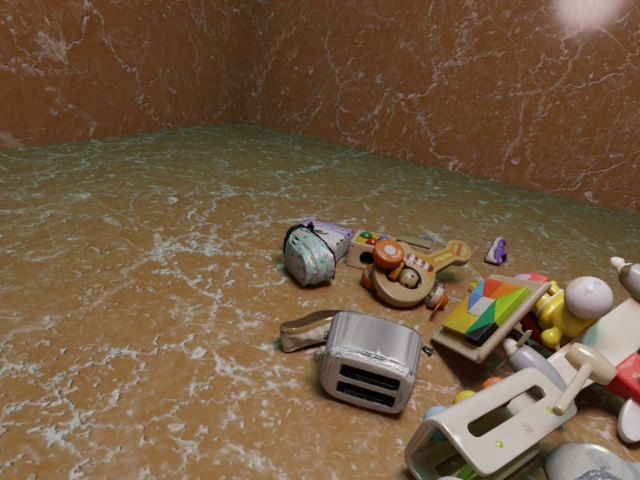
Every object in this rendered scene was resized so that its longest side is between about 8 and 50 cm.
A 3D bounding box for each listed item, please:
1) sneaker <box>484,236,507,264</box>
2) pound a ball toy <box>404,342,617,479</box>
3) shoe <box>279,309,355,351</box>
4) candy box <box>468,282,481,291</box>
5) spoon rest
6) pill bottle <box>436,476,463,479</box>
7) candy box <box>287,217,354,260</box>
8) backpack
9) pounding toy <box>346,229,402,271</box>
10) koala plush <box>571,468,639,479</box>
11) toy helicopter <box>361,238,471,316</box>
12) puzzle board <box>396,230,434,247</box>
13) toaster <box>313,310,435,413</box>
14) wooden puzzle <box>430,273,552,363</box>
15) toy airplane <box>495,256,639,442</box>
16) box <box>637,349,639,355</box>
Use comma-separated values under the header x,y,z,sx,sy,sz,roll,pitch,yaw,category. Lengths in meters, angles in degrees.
x,y,z,sx,sy,sz,roll,pitch,yaw,category
0.639,0.046,1.682,0.071,0.068,0.170,33,37,16,sneaker
0.303,0.271,0.760,0.319,0.208,0.135,-10,42,-36,pound a ball toy
-0.004,0.199,1.060,0.219,0.058,0.077,-7,7,-43,shoe
0.558,0.155,1.406,0.206,0.027,0.105,-3,28,-26,candy box
0.515,0.384,0.790,0.277,0.084,0.137,-10,25,-11,spoon rest
0.099,0.379,0.537,0.246,0.136,0.136,-11,30,-41,pill bottle
0.000,0.000,1.504,0.165,0.070,0.196,16,20,17,candy box
-0.033,0.051,1.311,0.115,0.151,0.182,-20,36,-22,backpack
0.192,0.047,1.442,0.206,0.094,0.181,14,22,13,pounding toy
0.445,0.345,0.560,0.203,0.221,0.196,46,31,4,koala plush
0.307,0.088,1.317,0.355,0.140,0.235,-20,57,-31,toy helicopter
0.352,-0.003,1.736,0.128,0.011,0.096,17,22,17,puzzle board
0.104,0.236,0.907,0.227,0.129,0.146,15,27,9,toaster
0.357,0.156,1.025,0.044,0.221,0.239,47,-8,-5,wooden puzzle
0.559,0.197,0.955,0.385,0.272,0.386,-2,40,24,toy airplane
0.747,0.317,0.986,0.060,0.100,0.244,6,23,-12,box
